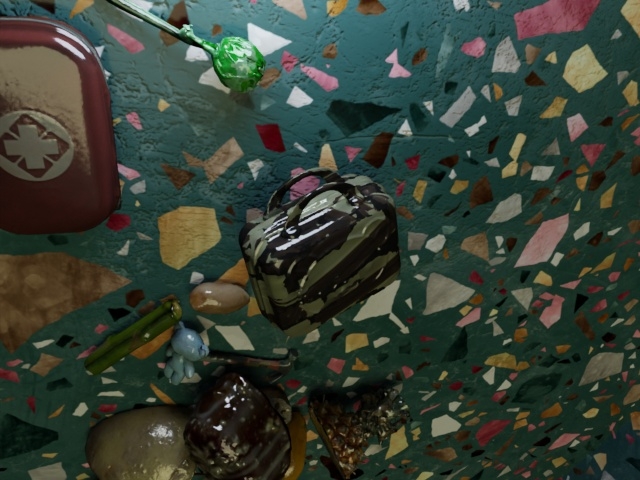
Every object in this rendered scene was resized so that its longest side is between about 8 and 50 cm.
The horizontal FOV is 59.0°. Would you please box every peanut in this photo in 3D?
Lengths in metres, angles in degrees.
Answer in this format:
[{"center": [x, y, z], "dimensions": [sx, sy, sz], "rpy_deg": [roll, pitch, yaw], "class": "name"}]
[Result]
[{"center": [-0.240, 0.140, 1.350], "dimensions": [0.152, 0.076, 0.076], "rpy_deg": [5, 123, -28], "class": "peanut"}]

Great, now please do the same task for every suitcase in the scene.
[{"center": [0.000, 0.000, 1.232], "dimensions": [0.351, 0.194, 0.339], "rpy_deg": [-28, 132, -20], "class": "suitcase"}]

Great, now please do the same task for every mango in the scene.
[{"center": [-0.103, 0.622, 1.683], "dimensions": [0.109, 0.147, 0.228], "rpy_deg": [29, 83, -48], "class": "mango"}]

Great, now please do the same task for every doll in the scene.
[{"center": [-0.339, 0.288, 1.423], "dimensions": [0.075, 0.120, 0.180], "rpy_deg": [-32, 155, -48], "class": "doll"}]

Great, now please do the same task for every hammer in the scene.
[{"center": [-0.207, 0.323, 1.519], "dimensions": [0.287, 0.033, 0.111], "rpy_deg": [15, 118, -26], "class": "hammer"}]

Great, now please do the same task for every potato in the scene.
[{"center": [-0.472, 0.562, 1.504], "dimensions": [0.264, 0.211, 0.189], "rpy_deg": [22, 118, -25], "class": "potato"}]

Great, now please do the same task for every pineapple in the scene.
[{"center": [0.130, 0.530, 1.678], "dimensions": [0.271, 0.262, 0.263], "rpy_deg": [-25, 129, -13], "class": "pineapple"}]

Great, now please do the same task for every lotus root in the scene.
[{"center": [-0.146, 0.476, 1.619], "dimensions": [0.122, 0.081, 0.112], "rpy_deg": [-26, 127, 3], "class": "lotus root"}]

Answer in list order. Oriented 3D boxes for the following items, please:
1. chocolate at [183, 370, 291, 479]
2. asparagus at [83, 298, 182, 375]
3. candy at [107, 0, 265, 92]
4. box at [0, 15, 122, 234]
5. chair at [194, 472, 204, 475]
[{"center": [-0.227, 0.541, 1.489], "dimensions": [0.225, 0.210, 0.340], "rpy_deg": [-10, 116, 33], "class": "chocolate"}, {"center": [-0.448, 0.232, 1.358], "dimensions": [0.277, 0.067, 0.060], "rpy_deg": [-32, 155, 11], "class": "asparagus"}, {"center": [-0.244, -0.363, 0.988], "dimensions": [0.323, 0.097, 0.097], "rpy_deg": [23, 115, -22], "class": "candy"}, {"center": [-0.503, -0.186, 1.005], "dimensions": [0.262, 0.108, 0.404], "rpy_deg": [-5, 126, -15], "class": "box"}, {"center": [-0.348, 0.671, 1.697], "dimensions": [0.221, 0.104, 0.095], "rpy_deg": [19, 143, -23], "class": "chair"}]
